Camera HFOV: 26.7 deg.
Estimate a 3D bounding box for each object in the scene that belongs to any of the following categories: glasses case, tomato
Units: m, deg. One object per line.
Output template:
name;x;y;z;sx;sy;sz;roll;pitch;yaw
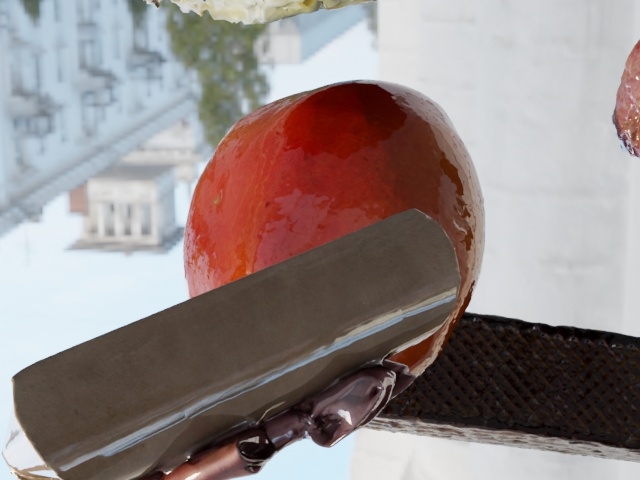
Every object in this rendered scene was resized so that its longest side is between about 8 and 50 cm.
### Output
glasses case;-0.032;0.068;0.552;0.193;0.070;0.102;-22;160;-27
tomato;-0.002;0.000;0.999;0.180;0.260;0.260;26;-179;-28

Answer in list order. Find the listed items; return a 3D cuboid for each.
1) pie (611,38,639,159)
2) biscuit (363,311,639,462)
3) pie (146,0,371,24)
pie;0.316;-0.090;0.961;0.219;0.204;0.054;33;-161;-23
biscuit;0.189;0.131;1.207;0.388;0.107;0.073;8;160;-7
pie;0.014;-0.220;0.927;0.308;0.085;0.308;-15;-158;6
